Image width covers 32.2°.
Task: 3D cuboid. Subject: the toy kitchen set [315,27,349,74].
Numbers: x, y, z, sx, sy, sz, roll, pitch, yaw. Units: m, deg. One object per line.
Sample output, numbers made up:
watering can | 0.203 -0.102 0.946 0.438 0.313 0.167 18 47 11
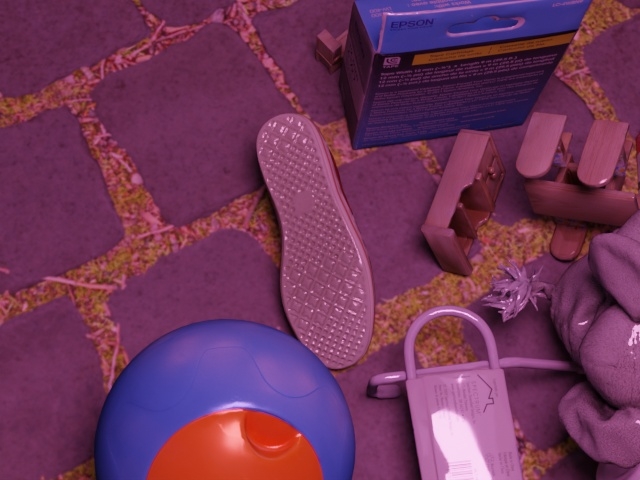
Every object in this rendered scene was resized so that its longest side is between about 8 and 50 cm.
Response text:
toy kitchen set | 0.047 -0.268 1.538 0.083 0.075 0.068 -41 78 -12

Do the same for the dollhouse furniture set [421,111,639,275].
dollhouse furniture set | 0.275 -0.035 1.402 0.242 0.212 0.161 10 65 28

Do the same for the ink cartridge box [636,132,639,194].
ink cartridge box | 0.468 -0.095 1.490 0.056 0.099 0.135 4 71 -3

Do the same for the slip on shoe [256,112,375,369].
slip on shoe | 0.000 0.000 1.424 0.123 0.101 0.331 -17 83 13

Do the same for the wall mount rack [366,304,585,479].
wall mount rack | 0.219 0.253 1.336 0.304 0.130 0.350 -6 70 -2

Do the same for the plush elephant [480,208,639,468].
plush elephant | 0.375 0.105 1.265 0.330 0.255 0.271 0 114 -8

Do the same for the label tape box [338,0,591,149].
label tape box | 0.166 -0.245 1.392 0.249 0.347 0.115 -9 70 -7

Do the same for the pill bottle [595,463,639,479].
pill bottle | 0.421 0.307 1.326 0.169 0.094 0.094 38 71 -11

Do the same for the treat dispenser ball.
treat dispenser ball | -0.105 0.231 1.231 0.288 0.288 0.288 1 70 -3
